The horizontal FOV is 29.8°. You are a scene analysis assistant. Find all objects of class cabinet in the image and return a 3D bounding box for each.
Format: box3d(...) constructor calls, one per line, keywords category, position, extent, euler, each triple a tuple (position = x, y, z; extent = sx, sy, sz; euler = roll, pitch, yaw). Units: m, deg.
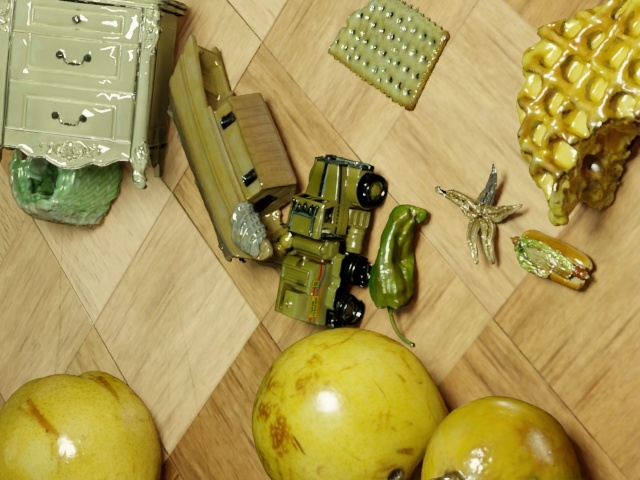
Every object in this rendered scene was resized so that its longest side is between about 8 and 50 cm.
box3d(category="cabinet", position=(-0.402, -0.268, 2.057), extent=(0.289, 0.227, 0.318), euler=(7, 98, 1))

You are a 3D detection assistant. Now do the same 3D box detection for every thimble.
box3d(category="thimble", position=(-0.487, -0.129, 2.292), extent=(0.219, 0.150, 0.219), euler=(-6, 81, 44))

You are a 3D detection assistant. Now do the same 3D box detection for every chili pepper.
box3d(category="chili pepper", position=(0.106, 0.047, 1.753), extent=(0.073, 0.072, 0.204), euler=(9, 90, 32))

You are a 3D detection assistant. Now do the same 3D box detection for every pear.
box3d(category="pear", position=(0.041, 0.255, 1.671), extent=(0.280, 0.280, 0.281), euler=(-5, 83, 44))
box3d(category="pear", position=(-0.425, 0.381, 2.099), extent=(0.314, 0.314, 0.315), euler=(-5, 83, 44))

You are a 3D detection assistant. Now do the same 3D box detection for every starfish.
box3d(category="starfish", position=(0.218, -0.045, 1.675), extent=(0.130, 0.041, 0.133), euler=(33, 103, 32))

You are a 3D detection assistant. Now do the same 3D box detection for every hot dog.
box3d(category="hot dog", position=(0.302, 0.024, 1.588), extent=(0.133, 0.041, 0.056), euler=(32, 108, 41))

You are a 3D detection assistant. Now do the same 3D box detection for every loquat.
box3d(category="loquat", position=(0.215, 0.304, 1.509), extent=(0.213, 0.246, 0.214), euler=(-3, 85, 40))

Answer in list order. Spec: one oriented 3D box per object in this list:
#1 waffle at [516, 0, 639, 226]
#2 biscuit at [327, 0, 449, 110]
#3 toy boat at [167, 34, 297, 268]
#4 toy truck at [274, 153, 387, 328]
box3d(category="waffle", position=(0.388, -0.164, 1.453), extent=(0.324, 0.151, 0.261), euler=(-11, 82, 42))
box3d(category="biscuit", position=(0.103, -0.300, 1.828), extent=(0.203, 0.016, 0.144), euler=(44, 116, 36))
box3d(category="toy boat", position=(-0.139, -0.147, 1.973), extent=(0.162, 0.136, 0.446), euler=(-37, 61, 25))
box3d(category="toy truck", position=(0.004, -0.002, 1.825), extent=(0.127, 0.127, 0.257), euler=(18, 95, 45))
